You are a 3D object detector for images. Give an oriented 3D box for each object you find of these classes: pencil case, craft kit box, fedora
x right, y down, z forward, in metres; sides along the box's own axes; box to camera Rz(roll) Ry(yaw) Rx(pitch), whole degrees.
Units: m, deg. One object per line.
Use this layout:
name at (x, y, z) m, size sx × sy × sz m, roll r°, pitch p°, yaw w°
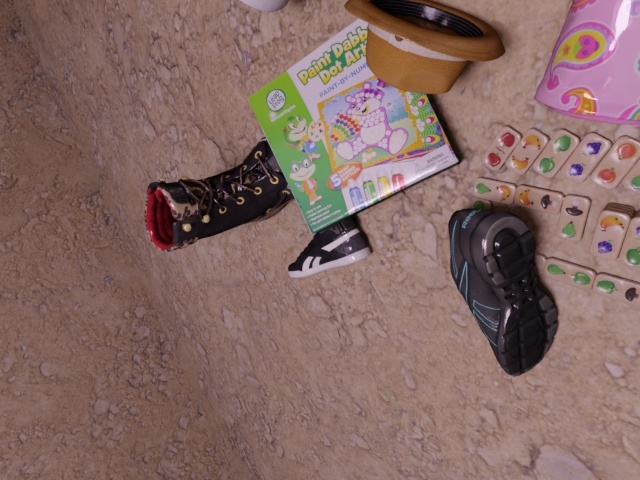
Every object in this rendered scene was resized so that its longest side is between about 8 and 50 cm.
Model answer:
pencil case at (0.286, -0.245, 0.334) m, size 0.124 × 0.124 × 0.284 m, roll 31°, pitch 128°, yaw 35°
craft kit box at (0.044, -0.171, 0.616) m, size 0.250 × 0.061 × 0.247 m, roll -26°, pitch 86°, yaw 24°
fedora at (0.116, -0.234, 0.486) m, size 0.194 × 0.194 × 0.079 m, roll 42°, pitch 140°, yaw 26°

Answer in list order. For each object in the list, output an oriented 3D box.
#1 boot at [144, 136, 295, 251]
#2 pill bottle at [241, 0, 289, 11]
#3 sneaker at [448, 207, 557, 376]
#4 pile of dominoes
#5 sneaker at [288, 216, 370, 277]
boot at (-0.168, -0.106, 0.784) m, size 0.377 × 0.284 × 0.138 m, roll -31°, pitch 85°, yaw 51°
pill bottle at (-0.017, -0.468, 0.508) m, size 0.334 × 0.188 × 0.188 m, roll -26°, pitch 89°, yaw 51°
sneaker at (0.249, 0.069, 0.561) m, size 0.106 × 0.101 × 0.267 m, roll 38°, pitch 152°, yaw 64°
pile of dominoes at (0.297, -0.032, 0.492) m, size 0.251 × 0.040 × 0.196 m, roll 22°, pitch 124°, yaw 40°
sneaker at (0.000, 0.000, 0.823) m, size 0.217 × 0.079 × 0.121 m, roll -20°, pitch 90°, yaw 43°
